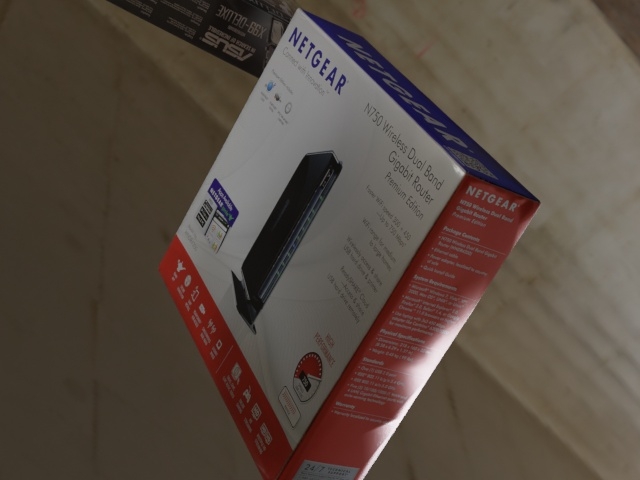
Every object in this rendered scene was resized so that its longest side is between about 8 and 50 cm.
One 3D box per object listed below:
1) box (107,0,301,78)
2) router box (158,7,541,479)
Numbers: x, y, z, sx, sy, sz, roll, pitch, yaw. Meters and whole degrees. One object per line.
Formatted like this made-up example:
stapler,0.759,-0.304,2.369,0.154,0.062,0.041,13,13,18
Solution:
box,-0.157,-0.296,1.330,0.307,0.077,0.242,25,-163,-20
router box,0.000,0.000,0.986,0.082,0.301,0.335,18,-159,-33
